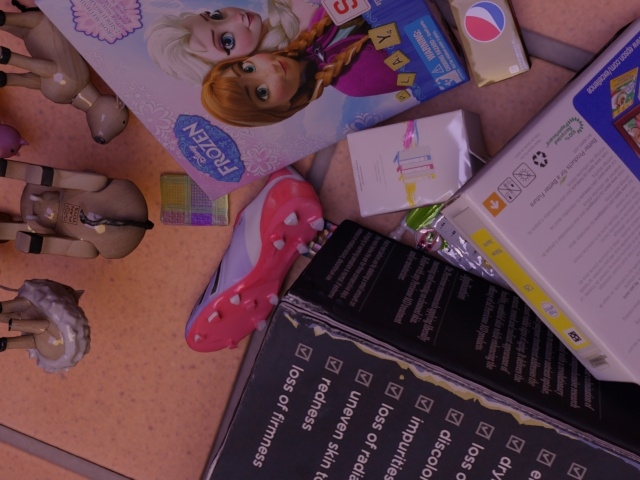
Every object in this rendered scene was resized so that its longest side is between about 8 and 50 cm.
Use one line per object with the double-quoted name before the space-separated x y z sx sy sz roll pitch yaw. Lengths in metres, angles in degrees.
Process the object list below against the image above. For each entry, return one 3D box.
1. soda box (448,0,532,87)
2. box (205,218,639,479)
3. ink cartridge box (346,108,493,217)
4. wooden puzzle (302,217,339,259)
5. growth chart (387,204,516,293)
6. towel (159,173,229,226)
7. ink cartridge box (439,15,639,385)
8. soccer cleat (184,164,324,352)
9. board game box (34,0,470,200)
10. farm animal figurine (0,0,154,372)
"soda box" 0.161 -0.253 1.220 0.058 0.061 0.181 -18 99 16
"box" 0.125 0.307 1.236 0.472 0.297 0.480 25 110 6
"ink cartridge box" 0.114 -0.081 1.239 0.143 0.092 0.090 -11 90 19
"wooden puzzle" 0.000 0.000 1.343 0.083 0.006 0.049 27 107 4
"growth chart" 0.216 -0.005 1.293 0.237 0.021 0.172 33 106 1
"towel" -0.144 -0.046 1.359 0.083 0.009 0.060 2 103 10
"ink cartridge box" 0.320 -0.018 1.156 0.303 0.072 0.307 -43 94 -25
"soccer cleat" -0.080 0.025 1.338 0.083 0.095 0.248 13 126 -34
"board game box" -0.058 -0.213 1.181 0.318 0.066 0.318 -24 135 16
"farm animal figurine" -0.284 -0.066 1.293 0.327 0.172 0.330 37 113 44
